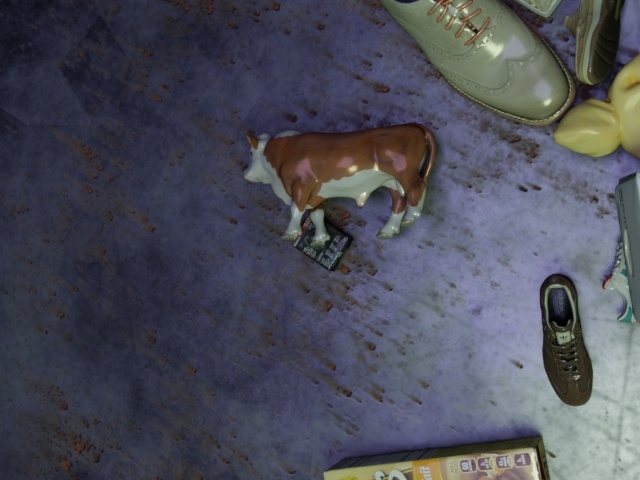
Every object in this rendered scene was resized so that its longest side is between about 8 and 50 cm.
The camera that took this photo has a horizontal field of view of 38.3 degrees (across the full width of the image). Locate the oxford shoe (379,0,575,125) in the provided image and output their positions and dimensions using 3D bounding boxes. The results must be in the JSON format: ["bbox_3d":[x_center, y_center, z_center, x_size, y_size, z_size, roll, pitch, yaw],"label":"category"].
[{"bbox_3d":[0.190,-0.307,1.311,0.397,0.146,0.140,42,102,16],"label":"oxford shoe"}]

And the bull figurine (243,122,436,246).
[{"bbox_3d":[0.020,-0.093,1.385,0.310,0.101,0.189,-8,74,18],"label":"bull figurine"}]

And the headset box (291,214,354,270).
[{"bbox_3d":[0.000,0.000,1.437,0.083,0.032,0.062,33,100,19],"label":"headset box"}]

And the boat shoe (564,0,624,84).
[{"bbox_3d":[0.373,-0.299,1.279,0.072,0.068,0.190,3,66,39],"label":"boat shoe"}]

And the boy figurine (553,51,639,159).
[{"bbox_3d":[0.459,-0.173,1.236,0.285,0.092,0.177,-21,95,21],"label":"boy figurine"}]

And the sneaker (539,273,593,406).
[{"bbox_3d":[0.335,0.141,1.287,0.066,0.071,0.189,-12,84,20],"label":"sneaker"}]

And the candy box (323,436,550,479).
[{"bbox_3d":[0.176,0.397,1.332,0.316,0.087,0.183,-12,86,20],"label":"candy box"}]

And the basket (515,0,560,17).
[{"bbox_3d":[0.313,-0.418,1.290,0.113,0.103,0.167,37,102,18],"label":"basket"}]

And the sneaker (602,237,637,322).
[{"bbox_3d":[0.419,0.037,1.264,0.075,0.057,0.161,-14,87,14],"label":"sneaker"}]

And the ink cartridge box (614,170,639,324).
[{"bbox_3d":[0.531,-0.004,1.162,0.272,0.114,0.197,-8,86,7],"label":"ink cartridge box"}]
